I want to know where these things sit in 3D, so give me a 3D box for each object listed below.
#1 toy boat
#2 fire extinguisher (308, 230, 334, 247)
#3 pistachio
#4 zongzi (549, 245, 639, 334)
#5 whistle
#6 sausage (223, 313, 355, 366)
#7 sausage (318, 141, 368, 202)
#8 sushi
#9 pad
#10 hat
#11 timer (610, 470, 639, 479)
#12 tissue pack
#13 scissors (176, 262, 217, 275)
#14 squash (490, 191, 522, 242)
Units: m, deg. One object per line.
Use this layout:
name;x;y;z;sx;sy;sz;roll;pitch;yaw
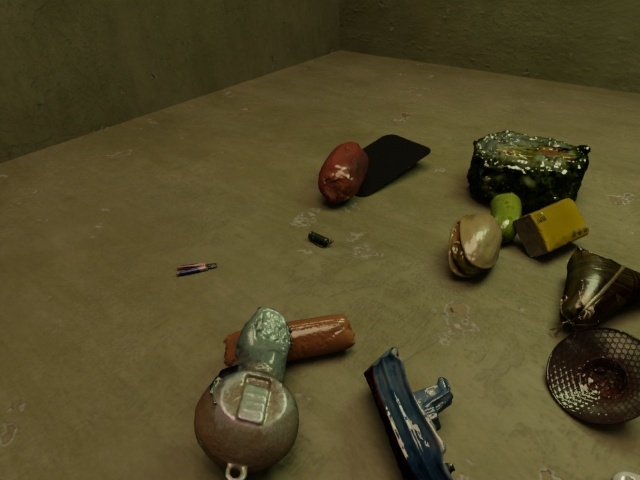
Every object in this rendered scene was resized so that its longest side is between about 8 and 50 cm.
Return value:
toy boat;0.178;0.310;0.814;0.143;0.129;0.309;-21;38;-1
fire extinguisher;0.000;0.000;1.366;0.083;0.025;0.038;23;80;32
pistachio;0.417;0.009;1.231;0.144;0.143;0.215;13;48;22
zongzi;0.680;0.146;1.041;0.241;0.111;0.247;21;47;21
whistle;-0.124;0.277;0.849;0.190;0.189;0.347;1;39;6
sausage;-0.068;0.220;1.002;0.290;0.086;0.086;-10;36;-7
sausage;0.082;-0.237;1.581;0.152;0.151;0.279;8;39;16
sushi;0.660;-0.224;1.494;0.352;0.177;0.294;19;40;28
pad;0.197;-0.287;1.761;0.376;0.063;0.315;-34;45;-21
hat;0.554;0.272;0.893;0.193;0.082;0.192;-28;41;27
timer;0.554;0.444;0.641;0.254;0.078;0.178;11;37;20
tissue pack;0.643;-0.037;1.274;0.169;0.082;0.119;-19;80;-21
scissors;-0.349;0.078;1.291;0.114;0.012;0.039;-8;35;-8
squash;0.549;-0.058;1.354;0.095;0.095;0.188;9;40;17
